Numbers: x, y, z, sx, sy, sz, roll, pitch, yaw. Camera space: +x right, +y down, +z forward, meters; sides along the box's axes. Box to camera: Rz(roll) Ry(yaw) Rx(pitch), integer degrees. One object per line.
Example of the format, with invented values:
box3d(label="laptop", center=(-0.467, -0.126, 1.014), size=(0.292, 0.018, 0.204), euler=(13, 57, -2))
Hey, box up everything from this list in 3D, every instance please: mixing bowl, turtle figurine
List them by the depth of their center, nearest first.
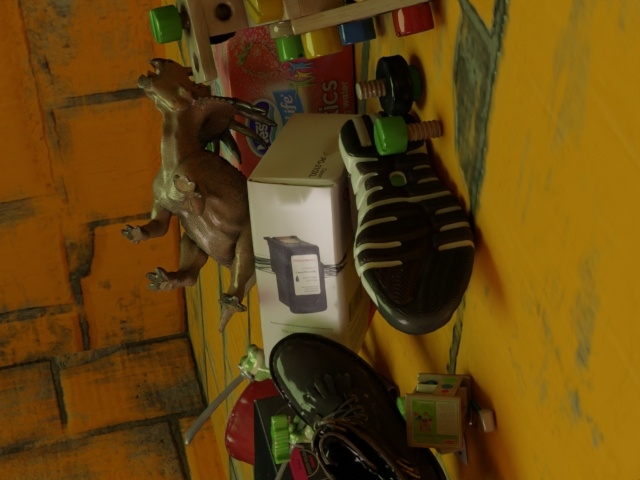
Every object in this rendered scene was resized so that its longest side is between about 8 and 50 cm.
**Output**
box3d(label="turtle figurine", center=(-0.045, 0.170, 1.568), size=(0.275, 0.198, 0.266), euler=(-34, 35, 32))
box3d(label="mixing bowl", center=(-0.046, 0.279, 1.903), size=(0.098, 0.181, 0.181), euler=(30, 138, 33))

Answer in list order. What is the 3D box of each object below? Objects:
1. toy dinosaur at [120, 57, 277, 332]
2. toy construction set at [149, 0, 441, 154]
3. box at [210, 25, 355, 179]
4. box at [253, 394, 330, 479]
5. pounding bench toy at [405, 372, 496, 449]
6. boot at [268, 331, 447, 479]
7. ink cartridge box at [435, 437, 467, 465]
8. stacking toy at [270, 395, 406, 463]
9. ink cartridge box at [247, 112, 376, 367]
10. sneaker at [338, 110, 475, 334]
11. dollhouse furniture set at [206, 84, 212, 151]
box3d(label="toy dinosaur", center=(-0.106, -0.045, 1.365), size=(0.200, 0.127, 0.295), euler=(-55, -48, -44))
box3d(label="toy construction set", center=(-0.038, -0.257, 1.152), size=(0.257, 0.237, 0.308), euler=(-117, 21, -55))
box3d(label="box", center=(-0.048, -0.162, 1.495), size=(0.142, 0.154, 0.300), euler=(-120, 24, -60))
box3d(label="box", center=(-0.009, 0.352, 1.773), size=(0.270, 0.143, 0.165), euler=(92, 163, -44))
box3d(label="pounding bench toy", center=(0.128, 0.159, 1.186), size=(0.065, 0.083, 0.052), euler=(-43, -49, -66))
box3d(label="boot", center=(0.030, 0.181, 1.203), size=(0.263, 0.091, 0.229), euler=(44, -177, 14))
box3d(label="ink cartridge box", center=(0.124, 0.184, 1.271), size=(0.048, 0.028, 0.083), euler=(-148, 49, -76))
box3d(label="stacking toy", center=(0.035, 0.286, 1.441), size=(0.052, 0.167, 0.221), euler=(-125, 28, -64))
box3d(label="ink cartridge box", center=(0.000, 0.000, 1.371), size=(0.172, 0.100, 0.237), euler=(-62, -27, -56))
box3d(label="sneaker", center=(0.082, 0.016, 1.194), size=(0.281, 0.106, 0.162), euler=(-97, 1, -46))
box3d(label="dollhouse furniture set", center=(-0.109, -0.251, 1.717), size=(0.197, 0.151, 0.301), euler=(149, 111, -78))
